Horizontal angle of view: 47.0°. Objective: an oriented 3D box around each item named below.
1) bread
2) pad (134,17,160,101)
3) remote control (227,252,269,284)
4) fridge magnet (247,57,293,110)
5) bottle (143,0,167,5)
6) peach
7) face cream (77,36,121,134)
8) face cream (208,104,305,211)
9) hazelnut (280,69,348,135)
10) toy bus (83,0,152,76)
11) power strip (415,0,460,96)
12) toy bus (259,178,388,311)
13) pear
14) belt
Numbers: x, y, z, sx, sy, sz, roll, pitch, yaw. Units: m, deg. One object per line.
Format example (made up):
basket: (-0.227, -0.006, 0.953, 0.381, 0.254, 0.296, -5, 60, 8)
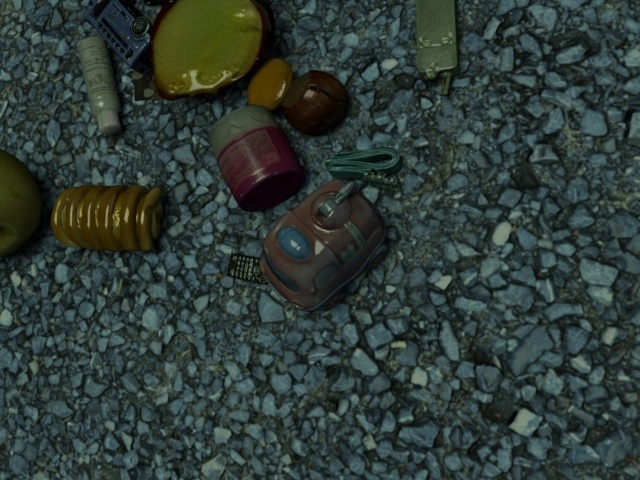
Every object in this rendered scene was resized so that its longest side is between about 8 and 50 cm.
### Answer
bread: (-0.548, -0.058, 1.859, 0.312, 0.121, 0.172, 1, 81, 21)
pad: (-0.427, -0.489, 1.959, 0.158, 0.003, 0.234, -5, 79, 19)
remote control: (-0.108, 0.078, 1.729, 0.245, 0.025, 0.063, 11, 84, 20)
fridge magnet: (-0.121, -0.374, 1.787, 0.143, 0.063, 0.142, -14, 67, 35)
bottle: (-0.377, -0.647, 1.937, 0.245, 0.072, 0.082, 17, 127, 21)
peach: (-0.273, -0.501, 1.809, 0.258, 0.201, 0.361, 37, 112, -18)
face cream: (-0.583, -0.408, 1.958, 0.082, 0.082, 0.268, -19, 74, 15)
face cream: (-0.151, -0.190, 1.715, 0.175, 0.175, 0.194, -32, 73, 11)
hazelnut: (-0.012, -0.320, 1.722, 0.143, 0.143, 0.154, 45, 104, 21)
toy bus: (-0.519, -0.570, 1.938, 0.133, 0.125, 0.292, -45, 71, 11)
power strip: (0.268, -0.463, 1.684, 0.093, 0.053, 0.287, -3, 79, 17)
toy bus: (0.000, 0.000, 1.581, 0.294, 0.232, 0.197, -42, 69, -6)
pear: (-0.876, -0.104, 1.895, 0.310, 0.309, 0.309, -4, 79, 19)
belt: (0.097, -0.160, 1.686, 0.179, 0.065, 0.099, -2, 71, 21)
